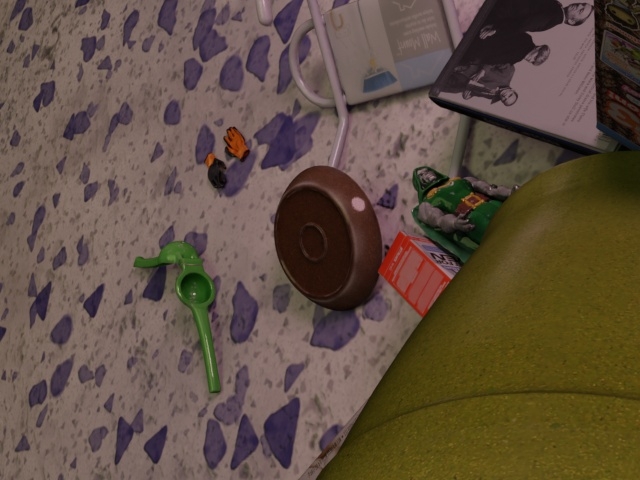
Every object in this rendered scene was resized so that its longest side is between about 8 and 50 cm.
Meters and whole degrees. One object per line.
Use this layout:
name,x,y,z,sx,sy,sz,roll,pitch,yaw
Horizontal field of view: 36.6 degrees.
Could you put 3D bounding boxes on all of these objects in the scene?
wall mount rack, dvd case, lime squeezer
wall mount rack,0.059,-0.165,1.087,0.350,0.130,0.304,-6,102,48
dvd case,0.224,-0.176,0.881,0.239,0.029,0.179,31,89,49
lime squeezer,-0.191,0.069,1.311,0.110,0.059,0.310,-57,42,14

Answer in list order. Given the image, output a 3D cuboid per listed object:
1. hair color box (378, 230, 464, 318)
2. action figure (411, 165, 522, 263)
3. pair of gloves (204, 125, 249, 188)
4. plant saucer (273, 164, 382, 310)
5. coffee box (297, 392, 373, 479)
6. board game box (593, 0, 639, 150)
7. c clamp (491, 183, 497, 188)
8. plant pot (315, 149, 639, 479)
hair color box,0.139,0.058,0.891,0.167,0.093,0.053,48,118,45
action figure,0.161,-0.014,0.900,0.232,0.137,0.063,36,146,46
pair of gloves,-0.134,-0.117,1.361,0.083,0.010,0.074,-52,43,20
plant saucer,0.000,0.000,1.093,0.168,0.029,0.168,13,109,45
coffee box,0.047,0.258,0.859,0.246,0.098,0.141,-52,43,22
board game box,0.303,-0.170,0.627,0.141,0.291,0.232,37,91,19
c clamp,0.179,0.035,0.937,0.161,0.022,0.137,42,107,47
plant pot,0.184,0.135,0.598,0.366,0.366,0.353,-29,24,37
